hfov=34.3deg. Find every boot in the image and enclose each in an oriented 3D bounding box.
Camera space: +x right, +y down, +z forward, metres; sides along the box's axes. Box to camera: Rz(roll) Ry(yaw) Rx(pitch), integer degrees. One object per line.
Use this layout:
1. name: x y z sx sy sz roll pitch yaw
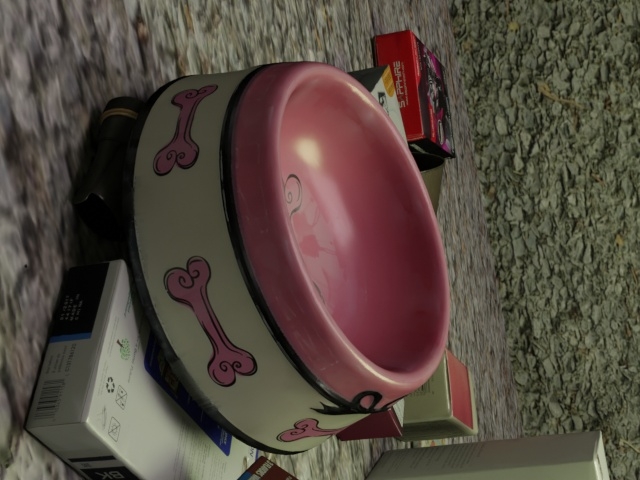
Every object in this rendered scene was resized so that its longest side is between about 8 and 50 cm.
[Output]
1. boot: -0.171 -0.026 1.033 0.198 0.077 0.137 50 38 -36

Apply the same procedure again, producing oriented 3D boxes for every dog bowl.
1. dog bowl: -0.009 0.001 1.052 0.408 0.150 0.408 36 44 -46

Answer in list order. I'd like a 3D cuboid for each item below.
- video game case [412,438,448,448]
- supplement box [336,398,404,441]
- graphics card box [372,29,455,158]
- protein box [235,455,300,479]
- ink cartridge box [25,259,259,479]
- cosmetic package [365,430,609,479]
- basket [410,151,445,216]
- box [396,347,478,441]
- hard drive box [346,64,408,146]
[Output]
1. video game case: 0.227 0.456 2.119 0.227 0.026 0.206 60 27 -49
2. supplement box: 0.076 0.211 1.624 0.081 0.104 0.188 65 25 -44
3. graphics card box: 0.216 -0.312 2.327 0.371 0.094 0.232 14 68 -72
4. protein box: -0.037 0.344 0.921 0.201 0.200 0.136 -61 170 15
5. ink cartridge box: -0.152 0.178 0.992 0.332 0.065 0.165 60 28 -47
6. cosmetic package: 0.289 0.453 1.716 0.156 0.385 0.217 -28 109 -71
7. basket: 0.119 -0.021 1.751 0.204 0.154 0.226 -15 112 -37
8. box: 0.185 0.281 1.863 0.232 0.149 0.126 43 41 -65
9. hard drive box: 0.095 -0.181 1.892 0.181 0.089 0.232 -63 141 -61
